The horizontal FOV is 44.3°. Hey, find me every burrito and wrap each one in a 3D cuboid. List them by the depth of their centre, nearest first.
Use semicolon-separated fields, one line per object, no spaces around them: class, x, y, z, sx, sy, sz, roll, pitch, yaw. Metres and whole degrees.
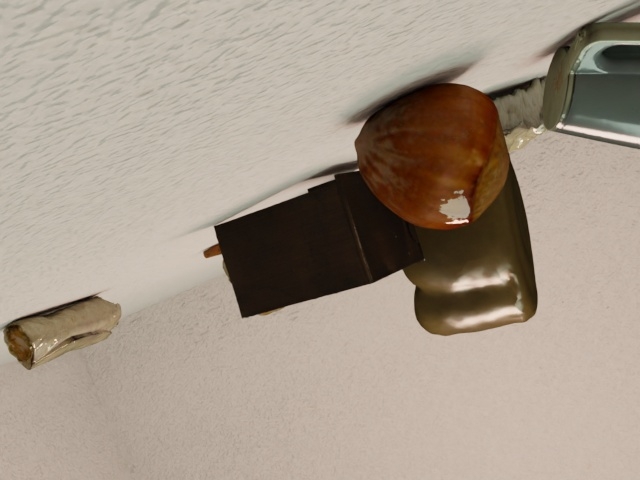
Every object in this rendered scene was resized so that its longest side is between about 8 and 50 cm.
burrito;-0.577;0.200;1.746;0.143;0.105;0.299;-35;172;27

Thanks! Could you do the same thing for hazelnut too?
hazelnut;0.131;-0.094;0.932;0.182;0.182;0.182;-23;178;-1

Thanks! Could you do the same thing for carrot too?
carrot;-0.235;0.019;1.867;0.093;0.032;0.032;-18;180;22

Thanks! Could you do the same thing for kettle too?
kettle;0.432;-0.203;1.030;0.243;0.159;0.210;5;159;-1

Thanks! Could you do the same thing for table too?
table;0.000;0.000;1.464;0.282;0.196;0.251;-18;-179;30

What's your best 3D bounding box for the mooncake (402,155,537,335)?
mooncake;0.338;-0.011;1.804;0.262;0.466;0.467;-9;-176;21

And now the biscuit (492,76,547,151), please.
biscuit;0.311;-0.185;1.323;0.281;0.084;0.179;-24;167;-38

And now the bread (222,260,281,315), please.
bread;-0.103;0.055;1.909;0.246;0.195;0.176;-25;-165;32
